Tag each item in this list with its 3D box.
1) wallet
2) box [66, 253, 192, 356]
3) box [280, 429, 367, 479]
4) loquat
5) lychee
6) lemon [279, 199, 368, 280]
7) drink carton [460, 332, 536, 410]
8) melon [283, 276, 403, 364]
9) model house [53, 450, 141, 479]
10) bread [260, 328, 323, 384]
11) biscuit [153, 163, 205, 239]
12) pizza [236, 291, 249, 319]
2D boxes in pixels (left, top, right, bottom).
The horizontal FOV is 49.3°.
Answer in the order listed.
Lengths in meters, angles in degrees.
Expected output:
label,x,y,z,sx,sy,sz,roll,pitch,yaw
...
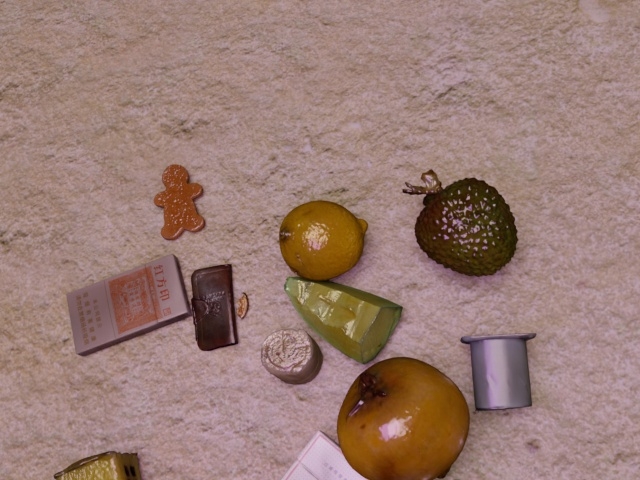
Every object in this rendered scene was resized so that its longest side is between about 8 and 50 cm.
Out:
label,x,y,z,sx,sy,sz,roll,pitch,yaw
wallet,-0.319,0.199,2.077,0.137,0.031,0.255,-12,67,8
box,-0.585,0.196,2.124,0.365,0.051,0.205,-21,66,4
box,-0.020,0.686,1.791,0.210,0.095,0.330,35,78,21
loquat,0.218,0.462,1.724,0.328,0.328,0.359,-45,111,-7
lychee,0.385,-0.044,1.898,0.269,0.270,0.320,-29,46,0
lemon,0.009,0.000,1.977,0.253,0.228,0.229,-1,68,-3
drink carton,0.464,0.334,1.785,0.185,0.191,0.190,-8,77,6
melon,0.048,0.191,1.956,0.323,0.124,0.196,26,71,29
model house,-0.573,0.701,1.857,0.193,0.175,0.234,-24,63,2
bread,-0.077,0.320,1.918,0.148,0.141,0.134,-16,65,7
biscuit,-0.450,-0.128,2.232,0.165,0.036,0.250,-17,70,5
pizza,-0.230,0.194,2.069,0.037,0.016,0.083,1,73,11
